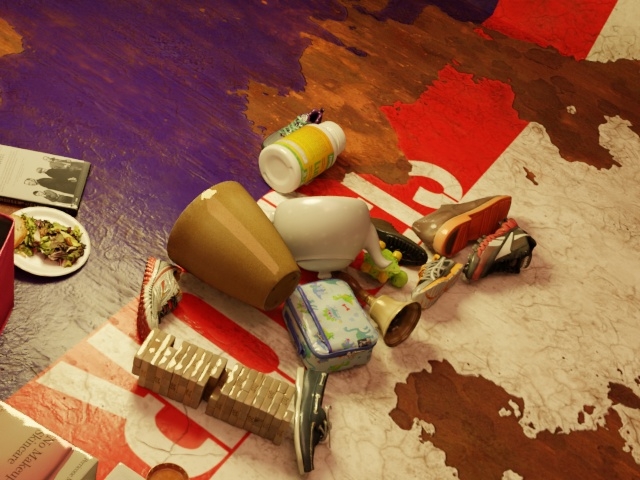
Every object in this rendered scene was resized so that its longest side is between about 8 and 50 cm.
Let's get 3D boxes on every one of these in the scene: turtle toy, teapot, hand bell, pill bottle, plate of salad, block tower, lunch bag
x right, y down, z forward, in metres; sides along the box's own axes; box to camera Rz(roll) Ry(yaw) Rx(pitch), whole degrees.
[{"bbox_3d":[0.162,0.069,2.139,0.130,0.066,0.095,32,67,9],"label":"turtle toy"},{"bbox_3d":[0.000,0.000,2.066,0.253,0.256,0.187,6,81,-45],"label":"teapot"},{"bbox_3d":[0.112,0.135,2.044,0.126,0.126,0.242,-23,46,-37],"label":"hand bell"},{"bbox_3d":[-0.041,-0.236,2.326,0.136,0.136,0.246,37,45,18],"label":"pill bottle"},{"bbox_3d":[-0.616,-0.006,1.920,0.200,0.048,0.199,17,44,-17],"label":"plate of salad"},{"bbox_3d":[-0.212,0.297,1.745,0.336,0.091,0.097,24,43,3],"label":"block tower"},{"bbox_3d":[0.016,0.193,1.943,0.176,0.090,0.219,-8,48,-22],"label":"lunch bag"}]

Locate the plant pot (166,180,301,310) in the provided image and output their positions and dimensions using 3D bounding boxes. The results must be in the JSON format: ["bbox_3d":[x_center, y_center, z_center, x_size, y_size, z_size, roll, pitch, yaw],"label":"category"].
[{"bbox_3d":[-0.171,0.035,1.922,0.254,0.237,0.237,40,46,20],"label":"plant pot"}]

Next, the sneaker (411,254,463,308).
[{"bbox_3d":[0.277,0.100,2.147,0.083,0.084,0.215,35,35,19],"label":"sneaker"}]

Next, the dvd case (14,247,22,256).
[{"bbox_3d":[-0.778,0.001,1.889,0.221,0.018,0.164,25,42,4],"label":"dvd case"}]

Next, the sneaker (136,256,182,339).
[{"bbox_3d":[-0.349,0.125,1.873,0.093,0.088,0.225,11,43,-11],"label":"sneaker"}]

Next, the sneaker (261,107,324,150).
[{"bbox_3d":[-0.079,-0.317,2.423,0.083,0.098,0.224,39,45,20],"label":"sneaker"}]

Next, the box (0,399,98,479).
[{"bbox_3d":[-0.527,0.406,1.486,0.232,0.126,0.148,28,42,9],"label":"box"}]

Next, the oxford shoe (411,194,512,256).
[{"bbox_3d":[0.396,-0.070,2.334,0.133,0.129,0.364,31,34,34],"label":"oxford shoe"}]

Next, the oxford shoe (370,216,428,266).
[{"bbox_3d":[0.183,-0.010,2.220,0.227,0.082,0.096,29,39,8],"label":"oxford shoe"}]

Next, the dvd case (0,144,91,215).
[{"bbox_3d":[-0.693,-0.149,2.069,0.239,0.029,0.179,10,43,-10],"label":"dvd case"}]

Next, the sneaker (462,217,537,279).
[{"bbox_3d":[0.484,0.039,2.269,0.135,0.097,0.276,36,43,20],"label":"sneaker"}]

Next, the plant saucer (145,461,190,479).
[{"bbox_3d":[-0.288,0.457,1.607,0.084,0.013,0.083,11,42,-10],"label":"plant saucer"}]

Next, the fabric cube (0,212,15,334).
[{"bbox_3d":[-0.742,0.100,1.625,0.254,0.258,0.259,12,43,-7],"label":"fabric cube"}]

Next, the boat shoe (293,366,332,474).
[{"bbox_3d":[-0.016,0.366,1.751,0.079,0.095,0.254,3,35,-3],"label":"boat shoe"}]

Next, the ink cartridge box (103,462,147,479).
[{"bbox_3d":[-0.376,0.502,1.492,0.109,0.062,0.209,31,44,11],"label":"ink cartridge box"}]
